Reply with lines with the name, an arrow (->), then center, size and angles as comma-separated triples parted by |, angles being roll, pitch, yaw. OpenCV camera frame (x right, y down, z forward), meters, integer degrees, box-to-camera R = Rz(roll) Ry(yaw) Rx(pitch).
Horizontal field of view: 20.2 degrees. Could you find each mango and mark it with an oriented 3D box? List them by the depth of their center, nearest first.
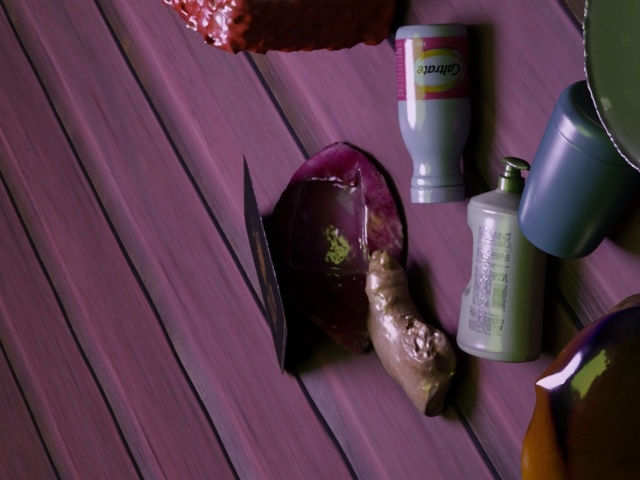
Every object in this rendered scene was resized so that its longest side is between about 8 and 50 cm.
mango -> 0.312, 0.184, 1.887 | 0.153, 0.201, 0.287 | -108, 25, -62

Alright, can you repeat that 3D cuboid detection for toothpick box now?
toothpick box -> 0.288, -0.073, 1.969 | 0.120, 0.120, 0.184 | 56, 139, 36

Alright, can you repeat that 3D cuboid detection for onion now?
onion -> 0.000, 0.000, 2.408 | 0.250, 0.111, 0.247 | 53, 136, 41

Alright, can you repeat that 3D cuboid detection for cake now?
cake -> -0.044, -0.425, 2.274 | 0.269, 0.270, 0.320 | 44, 128, 43

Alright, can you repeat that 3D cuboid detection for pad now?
pad -> -0.095, 0.077, 2.441 | 0.375, 0.063, 0.315 | 95, 160, -74

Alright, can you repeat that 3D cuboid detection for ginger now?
ginger -> 0.104, 0.122, 2.297 | 0.213, 0.074, 0.137 | 57, 145, 24

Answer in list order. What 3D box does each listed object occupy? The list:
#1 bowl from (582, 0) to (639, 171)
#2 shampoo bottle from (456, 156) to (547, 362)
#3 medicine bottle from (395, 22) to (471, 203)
bowl -> 0.415, -0.213, 1.721 | 0.337, 0.157, 0.337 | -3, 86, 58
shampoo bottle -> 0.217, 0.018, 2.108 | 0.118, 0.087, 0.234 | 22, 112, 59
medicine bottle -> 0.140, -0.154, 2.197 | 0.090, 0.090, 0.217 | 3, 97, 55
